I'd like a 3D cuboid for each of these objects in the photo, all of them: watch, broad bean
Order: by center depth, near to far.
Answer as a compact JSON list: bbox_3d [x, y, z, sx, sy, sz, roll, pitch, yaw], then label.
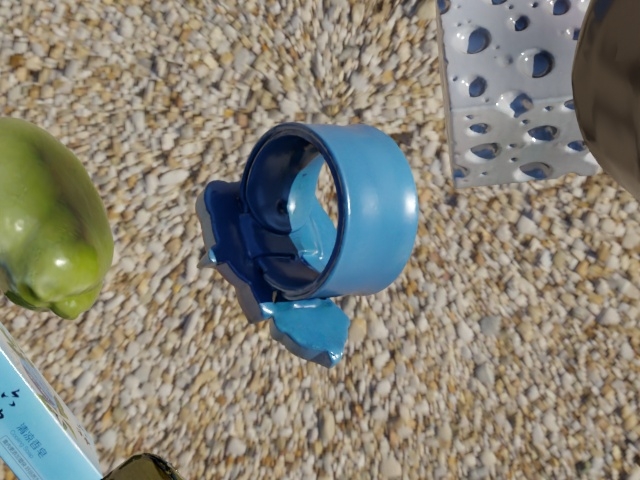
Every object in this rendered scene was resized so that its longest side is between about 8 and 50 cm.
[{"bbox_3d":[-0.356,-0.034,1.362,0.119,0.238,0.291,-37,52,21],"label":"broad bean"},{"bbox_3d":[0.000,0.000,1.460,0.274,0.241,0.305,-39,65,42],"label":"watch"}]

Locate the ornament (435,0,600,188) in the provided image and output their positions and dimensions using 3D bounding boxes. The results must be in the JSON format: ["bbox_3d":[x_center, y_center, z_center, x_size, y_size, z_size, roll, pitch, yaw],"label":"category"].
[{"bbox_3d":[0.310,-0.249,1.716,0.239,0.240,0.239,-5,63,6],"label":"ornament"}]

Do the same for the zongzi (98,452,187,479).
[{"bbox_3d":[-0.141,0.280,0.909,0.123,0.289,0.260,-30,66,-3],"label":"zongzi"}]

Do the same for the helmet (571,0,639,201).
[{"bbox_3d":[0.248,-0.108,0.602,0.177,0.305,0.225,33,116,19],"label":"helmet"}]

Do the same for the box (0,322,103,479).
[{"bbox_3d":[-0.363,0.202,1.314,0.083,0.142,0.232,-37,107,-9],"label":"box"}]
